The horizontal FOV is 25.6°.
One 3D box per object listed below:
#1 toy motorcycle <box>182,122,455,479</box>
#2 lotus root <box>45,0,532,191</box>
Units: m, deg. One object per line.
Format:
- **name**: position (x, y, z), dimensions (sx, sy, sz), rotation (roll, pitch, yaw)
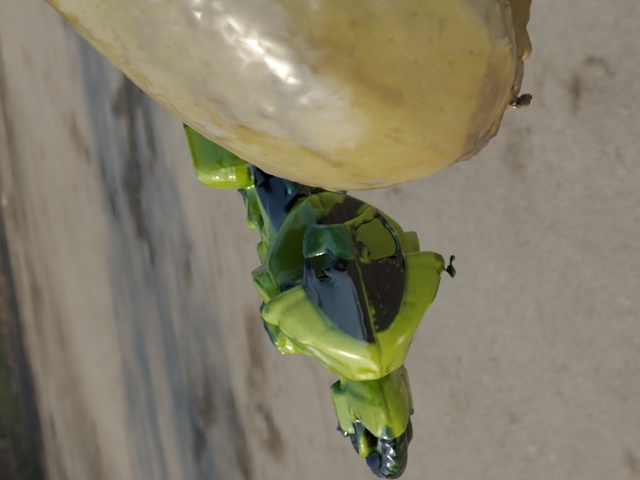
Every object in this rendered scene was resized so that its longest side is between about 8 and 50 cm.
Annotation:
- **toy motorcycle**: position (-0.002, 0.001, 1.054), dimensions (0.206, 0.142, 0.342), rotation (101, 154, -50)
- **lotus root**: position (-0.059, -0.156, 0.483), dimensions (0.151, 0.342, 0.169), rotation (-35, 19, 40)
